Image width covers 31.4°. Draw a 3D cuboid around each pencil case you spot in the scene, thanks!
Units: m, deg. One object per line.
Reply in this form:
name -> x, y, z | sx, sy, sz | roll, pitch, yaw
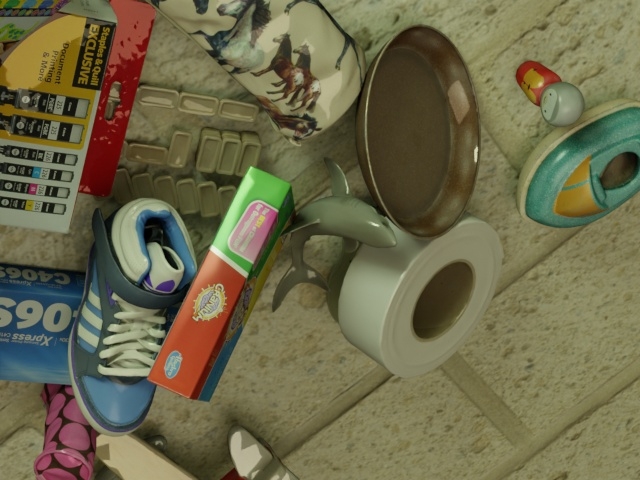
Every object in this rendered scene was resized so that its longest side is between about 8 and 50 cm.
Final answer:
pencil case -> -0.106, -0.295, 1.492 | 0.183, 0.160, 0.410 | -40, 127, 12
pencil case -> -0.389, 0.287, 1.734 | 0.098, 0.209, 0.095 | -17, 122, 3

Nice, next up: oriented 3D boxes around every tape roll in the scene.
tape roll -> 0.163, 0.074, 1.812 | 0.286, 0.100, 0.286 | -28, 134, -33

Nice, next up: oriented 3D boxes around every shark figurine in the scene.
shark figurine -> -0.020, -0.006, 1.671 | 0.116, 0.166, 0.278 | -27, 174, -36

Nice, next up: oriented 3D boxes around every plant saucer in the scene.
plant saucer -> 0.138, -0.155, 1.654 | 0.311, 0.050, 0.310 | 0, 89, -52

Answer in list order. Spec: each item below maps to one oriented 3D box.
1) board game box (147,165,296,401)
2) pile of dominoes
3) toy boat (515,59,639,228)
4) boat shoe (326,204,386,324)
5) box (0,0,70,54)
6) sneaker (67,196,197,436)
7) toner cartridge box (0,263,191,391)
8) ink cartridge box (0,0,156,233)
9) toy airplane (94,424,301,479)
board game box -> -0.131, 0.071, 1.609 | 0.064, 0.242, 0.316 | 24, 82, 4
pile of dominoes -> -0.215, -0.133, 1.648 | 0.251, 0.040, 0.196 | 8, 119, -16
toy boat -> 0.408, -0.146, 1.797 | 0.267, 0.148, 0.318 | -37, 127, 5
boat shoe -> 0.071, 0.044, 1.836 | 0.079, 0.084, 0.233 | -19, 136, -40
box -> -0.456, -0.332, 1.232 | 0.279, 0.177, 0.290 | -37, 83, 4
sneaker -> -0.254, 0.100, 1.563 | 0.130, 0.236, 0.322 | 7, 75, -25
toner cartridge box -> -0.357, 0.136, 1.731 | 0.348, 0.075, 0.165 | 7, 120, -25
ink cartridge box -> -0.367, -0.177, 1.480 | 0.272, 0.130, 0.309 | 7, 119, -22
toy airplane -> -0.210, 0.489, 1.939 | 0.384, 0.272, 0.386 | -3, 87, -32
